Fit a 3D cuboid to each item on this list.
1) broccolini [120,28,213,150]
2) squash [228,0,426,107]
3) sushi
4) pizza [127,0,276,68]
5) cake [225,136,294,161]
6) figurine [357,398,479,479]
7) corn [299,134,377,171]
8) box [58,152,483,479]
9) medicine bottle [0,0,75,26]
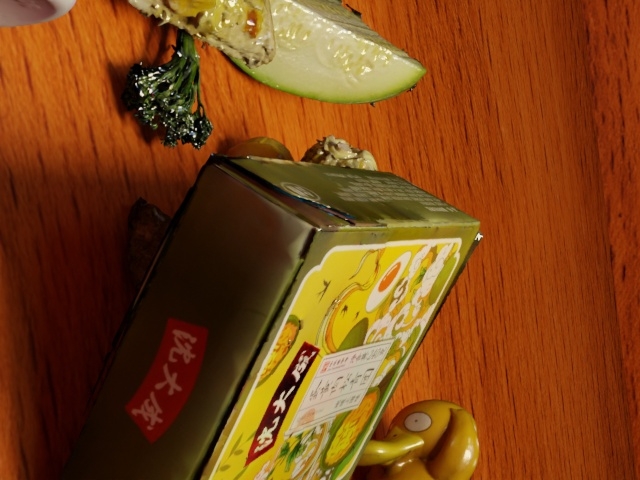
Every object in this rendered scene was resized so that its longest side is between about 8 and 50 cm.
[{"bbox_3d":[-0.175,-0.229,1.360,0.123,0.062,0.271,8,72,-68],"label":"broccolini"},{"bbox_3d":[-0.020,-0.228,1.559,0.111,0.203,0.289,-55,164,18],"label":"squash"},{"bbox_3d":[-0.172,0.017,1.317,0.060,0.061,0.118,2,64,-55],"label":"sushi"},{"bbox_3d":[-0.137,-0.333,1.349,0.223,0.089,0.323,-23,94,-58],"label":"pizza"},{"bbox_3d":[-0.070,-0.078,1.496,0.044,0.084,0.084,-48,129,-65],"label":"cake"},{"bbox_3d":[0.128,0.330,1.711,0.215,0.215,0.228,5,70,-63],"label":"figurine"},{"bbox_3d":[-0.003,-0.003,1.516,0.091,0.091,0.260,-5,128,-28],"label":"corn"},{"bbox_3d":[-0.039,0.113,1.282,0.373,0.138,0.420,-63,158,13],"label":"box"},{"bbox_3d":[-0.272,-0.313,1.056,0.152,0.152,0.254,9,77,-63],"label":"medicine bottle"}]
